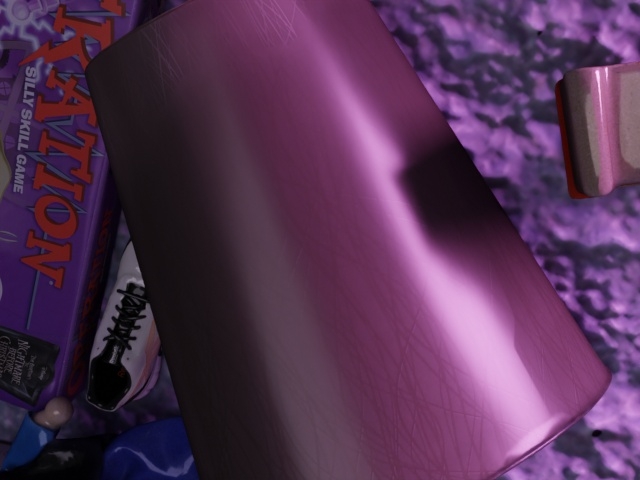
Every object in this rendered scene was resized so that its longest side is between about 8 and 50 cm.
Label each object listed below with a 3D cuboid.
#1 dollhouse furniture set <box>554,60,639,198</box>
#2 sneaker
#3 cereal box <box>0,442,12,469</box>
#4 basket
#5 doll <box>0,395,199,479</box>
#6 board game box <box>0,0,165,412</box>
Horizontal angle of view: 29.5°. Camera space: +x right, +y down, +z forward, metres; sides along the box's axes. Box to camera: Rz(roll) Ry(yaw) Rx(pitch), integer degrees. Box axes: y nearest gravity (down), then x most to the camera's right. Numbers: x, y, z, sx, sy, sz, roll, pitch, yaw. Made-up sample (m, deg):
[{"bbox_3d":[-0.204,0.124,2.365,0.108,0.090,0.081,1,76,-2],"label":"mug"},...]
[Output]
[{"bbox_3d":[0.132,-0.150,0.504,0.262,0.135,0.259,-7,94,16],"label":"dollhouse furniture set"},{"bbox_3d":[-0.098,0.044,0.648,0.040,0.044,0.109,17,109,10],"label":"sneaker"},{"bbox_3d":[-0.109,0.218,0.702,0.240,0.047,0.173,10,107,11],"label":"cereal box"},{"bbox_3d":[0.000,0.000,0.551,0.204,0.154,0.227,-25,93,-22],"label":"basket"},{"bbox_3d":[-0.113,0.142,0.635,0.189,0.046,0.129,-11,88,11],"label":"doll"},{"bbox_3d":[-0.192,-0.096,0.628,0.208,0.056,0.347,16,110,5],"label":"board game box"}]
